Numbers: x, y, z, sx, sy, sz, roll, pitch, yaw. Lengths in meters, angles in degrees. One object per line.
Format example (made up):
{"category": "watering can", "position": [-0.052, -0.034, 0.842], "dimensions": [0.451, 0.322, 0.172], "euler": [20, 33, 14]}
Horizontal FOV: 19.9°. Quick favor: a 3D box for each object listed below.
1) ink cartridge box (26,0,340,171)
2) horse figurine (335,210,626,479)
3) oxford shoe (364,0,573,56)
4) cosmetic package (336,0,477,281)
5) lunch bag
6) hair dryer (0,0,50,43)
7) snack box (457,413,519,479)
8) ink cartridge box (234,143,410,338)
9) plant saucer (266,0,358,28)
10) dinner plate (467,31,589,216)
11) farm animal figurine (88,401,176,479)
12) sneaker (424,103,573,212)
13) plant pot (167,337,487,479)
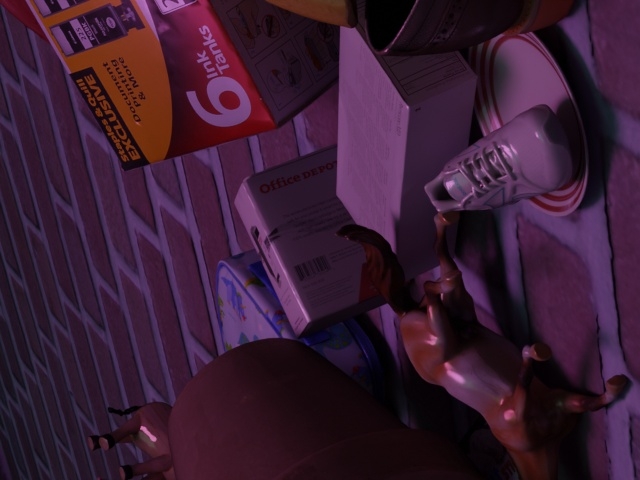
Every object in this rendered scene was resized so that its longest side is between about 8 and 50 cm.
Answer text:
{"category": "ink cartridge box", "position": [-0.154, -0.223, 1.445], "dimensions": [0.272, 0.130, 0.309], "euler": [-12, 112, 48]}
{"category": "horse figurine", "position": [0.118, 0.084, 1.324], "dimensions": [0.263, 0.066, 0.174], "euler": [44, 153, 18]}
{"category": "oxford shoe", "position": [0.065, -0.266, 1.025], "dimensions": [0.130, 0.132, 0.364], "euler": [42, 147, 53]}
{"category": "cosmetic package", "position": [0.060, -0.073, 1.331], "dimensions": [0.099, 0.060, 0.239], "euler": [60, 165, 27]}
{"category": "lunch bag", "position": [-0.018, 0.112, 1.717], "dimensions": [0.219, 0.090, 0.176], "euler": [49, 154, 44]}
{"category": "hair dryer", "position": [-0.237, -0.282, 1.636], "dimensions": [0.080, 0.293, 0.224], "euler": [-15, 101, 31]}
{"category": "snack box", "position": [0.141, 0.175, 1.458], "dimensions": [0.064, 0.022, 0.178], "euler": [60, 159, 18]}
{"category": "ink cartridge box", "position": [0.000, 0.000, 1.536], "dimensions": [0.135, 0.099, 0.056], "euler": [65, 162, 13]}
{"category": "plant saucer", "position": [-0.058, -0.309, 1.202], "dimensions": [0.333, 0.081, 0.333], "euler": [-85, -21, -76]}
{"category": "dinner plate", "position": [0.140, -0.084, 1.197], "dimensions": [0.141, 0.017, 0.141], "euler": [55, 157, 37]}
{"category": "farm animal figurine", "position": [-0.129, 0.370, 2.206], "dimensions": [0.326, 0.172, 0.330], "euler": [14, 117, 52]}
{"category": "sneaker", "position": [0.117, -0.044, 1.187], "dimensions": [0.054, 0.061, 0.152], "euler": [67, 160, 7]}
{"category": "plant pot", "position": [-0.017, 0.206, 1.485], "dimensions": [0.229, 0.263, 0.263], "euler": [53, 156, 39]}
